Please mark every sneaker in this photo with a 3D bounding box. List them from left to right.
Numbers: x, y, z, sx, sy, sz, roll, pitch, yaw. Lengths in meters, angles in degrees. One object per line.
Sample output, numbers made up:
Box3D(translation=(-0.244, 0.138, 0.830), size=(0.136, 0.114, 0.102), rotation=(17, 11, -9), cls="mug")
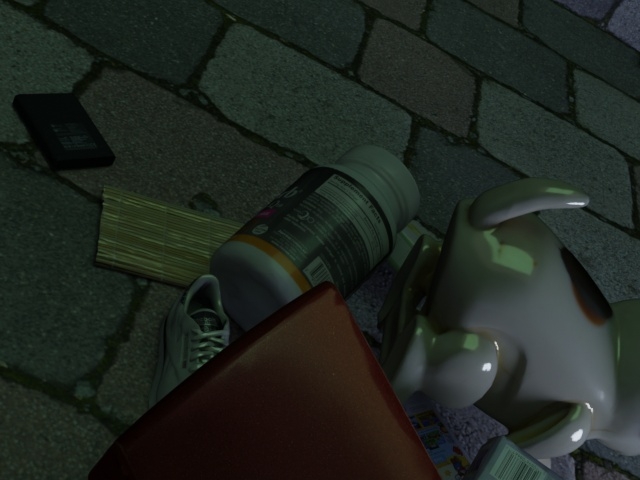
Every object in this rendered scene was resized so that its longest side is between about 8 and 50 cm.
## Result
Box3D(translation=(-0.142, 0.147, 1.152), size=(0.090, 0.095, 0.235), rotation=(14, 42, -28), cls="sneaker")

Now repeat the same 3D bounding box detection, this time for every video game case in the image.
Box3D(translation=(0.078, 0.256, 1.254), size=(0.227, 0.026, 0.206), rotation=(-6, 51, -43), cls="video game case")

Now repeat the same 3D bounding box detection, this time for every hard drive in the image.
Box3D(translation=(-0.357, -0.154, 1.394), size=(0.094, 0.022, 0.135), rotation=(-10, 54, -44), cls="hard drive")

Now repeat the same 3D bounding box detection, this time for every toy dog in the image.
Box3D(translation=(0.305, 0.121, 1.261), size=(0.407, 0.396, 0.285), rotation=(24, 24, -6), cls="toy dog")

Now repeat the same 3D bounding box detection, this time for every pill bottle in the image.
Box3D(translation=(0.000, 0.000, 1.310), size=(0.162, 0.162, 0.278), rotation=(40, 55, 9), cls="pill bottle")

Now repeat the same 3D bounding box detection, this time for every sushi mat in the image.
Box3D(translation=(-0.150, 0.016, 1.361), size=(0.316, 0.019, 0.151), rotation=(16, 38, -23), cls="sushi mat")

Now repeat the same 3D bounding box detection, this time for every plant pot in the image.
Box3D(translation=(-0.067, 0.235, 0.949), size=(0.235, 0.267, 0.267), rotation=(-22, 77, -29), cls="plant pot")

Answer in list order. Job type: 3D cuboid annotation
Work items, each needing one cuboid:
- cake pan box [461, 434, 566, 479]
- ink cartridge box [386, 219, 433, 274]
Box3D(translation=(0.229, 0.384, 1.095), size=(0.266, 0.070, 0.246), rotation=(35, 64, 2), cls="cake pan box")
Box3D(translation=(0.104, -0.020, 1.516), size=(0.235, 0.056, 0.171), rotation=(51, 14, 20), cls="ink cartridge box")
